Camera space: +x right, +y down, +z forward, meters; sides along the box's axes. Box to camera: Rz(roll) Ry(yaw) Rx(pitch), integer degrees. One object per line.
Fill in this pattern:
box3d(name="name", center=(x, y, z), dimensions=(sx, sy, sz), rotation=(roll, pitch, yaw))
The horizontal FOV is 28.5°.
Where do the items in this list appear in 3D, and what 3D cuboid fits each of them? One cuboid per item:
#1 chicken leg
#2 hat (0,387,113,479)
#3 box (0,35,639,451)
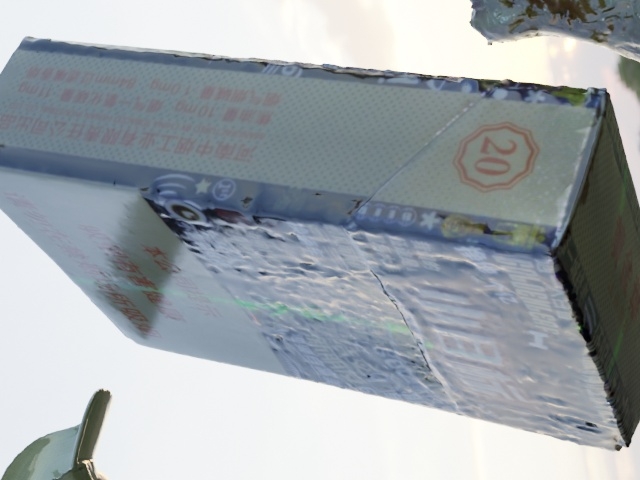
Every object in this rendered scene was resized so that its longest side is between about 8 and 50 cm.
box3d(name="chicken leg", center=(0.312, -0.178, 1.111), dimensions=(0.140, 0.361, 0.211), rotation=(-23, -69, -61))
box3d(name="hat", center=(-0.164, 0.167, 0.743), dimensions=(0.081, 0.122, 0.166), rotation=(41, -146, -20))
box3d(name="box", center=(0.000, 0.000, 0.627), dimensions=(0.084, 0.310, 0.198), rotation=(-67, -30, -24))
